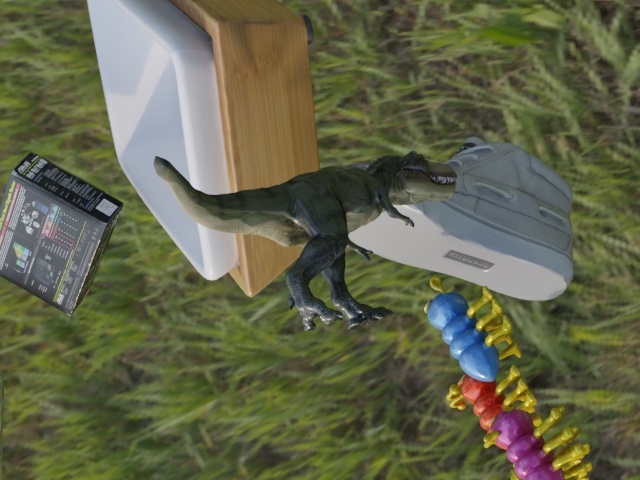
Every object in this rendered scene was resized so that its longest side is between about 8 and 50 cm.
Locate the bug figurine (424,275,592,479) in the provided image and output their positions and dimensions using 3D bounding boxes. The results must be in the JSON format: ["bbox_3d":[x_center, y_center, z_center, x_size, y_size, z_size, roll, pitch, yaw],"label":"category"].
[{"bbox_3d":[0.168,0.157,1.181,0.072,0.279,0.216,-31,59,-1],"label":"bug figurine"}]

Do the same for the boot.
[{"bbox_3d":[0.119,-0.041,1.211,0.095,0.258,0.123,-38,36,52],"label":"boot"}]

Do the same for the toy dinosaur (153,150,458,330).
[{"bbox_3d":[0.000,0.000,0.878,0.064,0.268,0.118,-24,78,40],"label":"toy dinosaur"}]

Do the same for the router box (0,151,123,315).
[{"bbox_3d":[-0.231,-0.004,1.138,0.092,0.038,0.122,29,130,0],"label":"router box"}]

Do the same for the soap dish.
[{"bbox_3d":[-0.097,-0.120,1.106,0.291,0.118,0.229,-133,32,-55],"label":"soap dish"}]

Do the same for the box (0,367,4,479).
[{"bbox_3d":[-0.429,0.246,1.305,0.168,0.215,0.345,99,165,-46],"label":"box"}]
